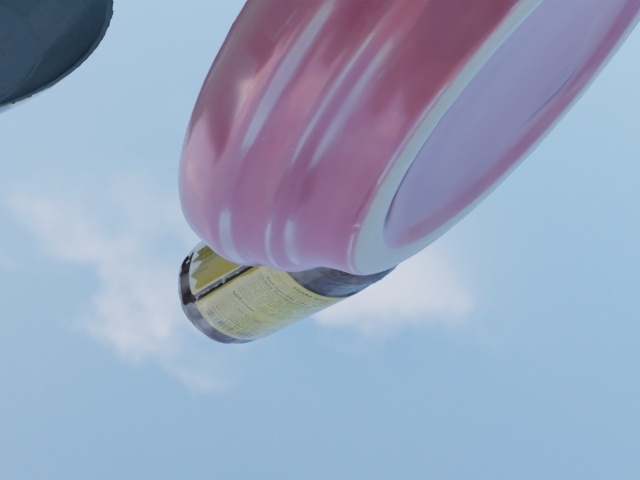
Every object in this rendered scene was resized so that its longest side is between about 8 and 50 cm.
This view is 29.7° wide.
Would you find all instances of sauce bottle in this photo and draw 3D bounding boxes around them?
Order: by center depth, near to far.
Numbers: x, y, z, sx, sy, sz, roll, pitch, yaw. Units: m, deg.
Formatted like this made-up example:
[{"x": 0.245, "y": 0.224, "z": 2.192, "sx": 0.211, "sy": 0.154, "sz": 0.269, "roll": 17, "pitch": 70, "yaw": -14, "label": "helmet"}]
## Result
[{"x": 0.000, "y": 0.000, "z": 0.975, "sx": 0.111, "sy": 0.344, "sz": 0.111, "roll": 10, "pitch": -110, "yaw": -29, "label": "sauce bottle"}]

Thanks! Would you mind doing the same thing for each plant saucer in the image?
[{"x": -0.197, "y": -0.101, "z": 0.573, "sx": 0.195, "sy": 0.037, "sz": 0.195, "roll": 5, "pitch": -138, "yaw": -5, "label": "plant saucer"}, {"x": 0.076, "y": -0.100, "z": 0.610, "sx": 0.084, "sy": 0.332, "sz": 0.332, "roll": 43, "pitch": -136, "yaw": 15, "label": "plant saucer"}]
